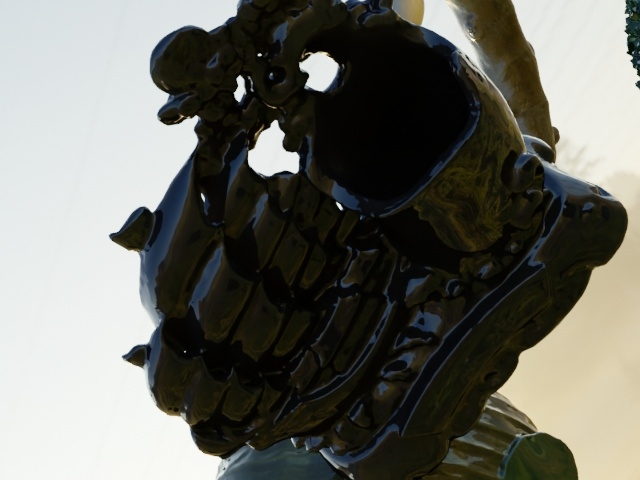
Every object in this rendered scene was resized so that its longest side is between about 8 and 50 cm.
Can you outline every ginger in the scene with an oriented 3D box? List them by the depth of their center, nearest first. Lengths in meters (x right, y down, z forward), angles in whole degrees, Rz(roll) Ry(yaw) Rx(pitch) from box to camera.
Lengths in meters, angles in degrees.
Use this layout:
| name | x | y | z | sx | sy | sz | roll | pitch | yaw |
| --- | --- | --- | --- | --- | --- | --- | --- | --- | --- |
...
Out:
| name | x | y | z | sx | sy | sz | roll | pitch | yaw |
| --- | --- | --- | --- | --- | --- | --- | --- | --- | --- |
| ginger | 0.196 | -0.198 | 1.549 | 0.118 | 0.298 | 0.065 | -18 | 1 | -42 |

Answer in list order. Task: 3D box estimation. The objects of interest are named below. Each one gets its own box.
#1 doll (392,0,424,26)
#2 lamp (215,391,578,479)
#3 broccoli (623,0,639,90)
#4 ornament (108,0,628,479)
| name | x | y | z | sx | sy | sz | roll | pitch | yaw |
| --- | --- | --- | --- | --- | --- | --- | --- | --- | --- |
| doll | 0.022 | -0.468 | 1.619 | 0.365 | 0.376 | 0.187 | -61 | 26 | 0 |
| lamp | 0.041 | 0.218 | 0.919 | 0.250 | 0.250 | 0.284 | 104 | 172 | -63 |
| broccoli | 0.219 | -0.103 | 0.576 | 0.195 | 0.195 | 0.156 | 72 | -159 | -75 |
| ornament | 0.000 | 0.000 | 0.703 | 0.260 | 0.106 | 0.251 | 26 | -76 | -43 |
